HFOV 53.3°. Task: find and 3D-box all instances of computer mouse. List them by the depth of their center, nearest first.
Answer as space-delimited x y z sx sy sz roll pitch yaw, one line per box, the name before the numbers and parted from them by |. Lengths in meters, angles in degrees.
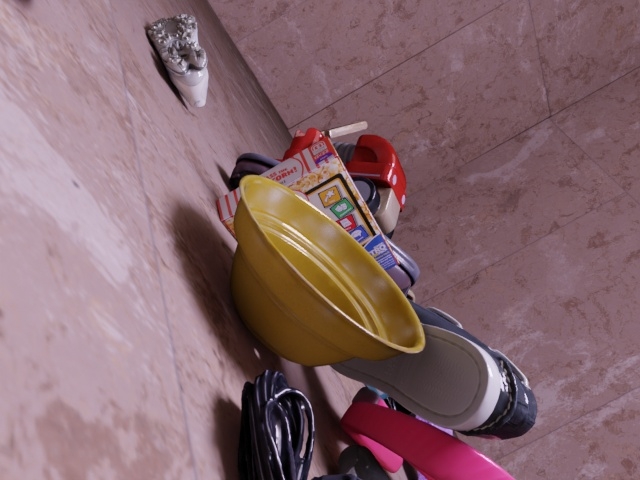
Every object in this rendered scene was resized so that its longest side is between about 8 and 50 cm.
computer mouse | 0.034 0.218 0.409 0.272 0.072 0.188 44 15 -29

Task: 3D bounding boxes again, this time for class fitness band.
fitness band | 0.133 0.249 0.682 0.209 0.054 0.291 22 -21 38

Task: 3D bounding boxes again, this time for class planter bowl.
planter bowl | -0.014 0.046 0.576 0.217 0.090 0.217 39 16 -13

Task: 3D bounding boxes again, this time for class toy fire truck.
toy fire truck | 0.039 -0.123 1.012 0.158 0.217 0.246 53 50 -56

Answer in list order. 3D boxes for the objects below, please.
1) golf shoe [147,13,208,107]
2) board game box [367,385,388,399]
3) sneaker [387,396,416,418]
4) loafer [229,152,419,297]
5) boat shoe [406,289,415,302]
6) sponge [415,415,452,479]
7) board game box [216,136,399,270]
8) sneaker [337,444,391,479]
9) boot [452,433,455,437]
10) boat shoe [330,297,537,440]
golf shoe | -0.193 -0.249 0.880 0.086 0.069 0.176 84 -11 -45
board game box | 0.037 0.076 1.125 0.253 0.079 0.336 57 6 -33
sneaker | 0.162 0.323 1.165 0.170 0.051 0.089 57 4 16
loafer | 0.000 0.000 0.858 0.303 0.095 0.109 35 -24 -14
boat shoe | 0.140 0.132 1.351 0.324 0.120 0.122 -98 180 -56
sponge | 0.181 0.323 1.004 0.117 0.031 0.210 56 30 -42
board game box | -0.009 -0.008 0.756 0.193 0.147 0.045 57 7 -41
sneaker | 0.114 0.261 0.537 0.228 0.132 0.086 63 5 21
boot | 0.256 0.405 1.288 0.190 0.076 0.208 23 -29 39
boat shoe | 0.091 0.118 0.668 0.091 0.114 0.302 29 4 -32
